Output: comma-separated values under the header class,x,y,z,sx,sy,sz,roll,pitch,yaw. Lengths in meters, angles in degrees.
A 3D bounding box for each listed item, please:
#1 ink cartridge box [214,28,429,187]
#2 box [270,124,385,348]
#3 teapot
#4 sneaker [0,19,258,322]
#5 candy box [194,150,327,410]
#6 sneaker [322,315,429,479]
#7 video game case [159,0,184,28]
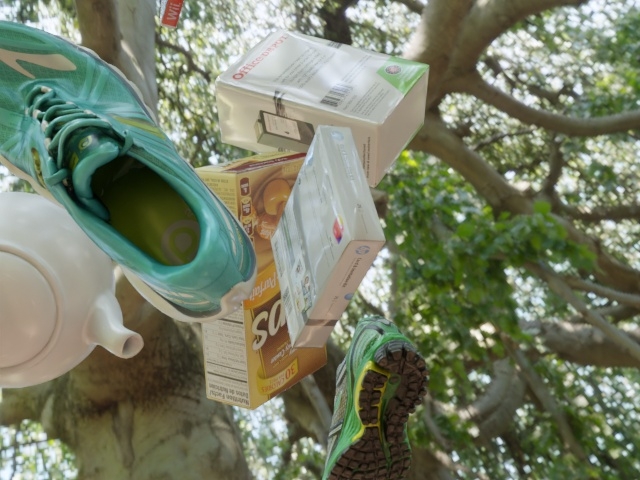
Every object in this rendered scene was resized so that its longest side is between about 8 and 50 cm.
class,x,y,z,sx,sy,sz,roll,pitch,yaw
ink cartridge box,0.004,-0.213,1.239,0.198,0.273,0.114,-52,-28,-41
box,0.000,0.000,0.806,0.038,0.145,0.186,1,-39,-20
teapot,-0.368,0.065,0.916,0.256,0.187,0.252,-30,-78,1
sneaker,-0.145,-0.059,0.526,0.107,0.275,0.110,-48,-11,-7
candy box,-0.078,0.047,1.092,0.183,0.088,0.316,-22,-67,-53
sneaker,0.081,0.275,1.276,0.134,0.146,0.343,7,-63,-17
video game case,-0.160,-0.447,1.031,0.025,0.204,0.285,11,-44,-19
